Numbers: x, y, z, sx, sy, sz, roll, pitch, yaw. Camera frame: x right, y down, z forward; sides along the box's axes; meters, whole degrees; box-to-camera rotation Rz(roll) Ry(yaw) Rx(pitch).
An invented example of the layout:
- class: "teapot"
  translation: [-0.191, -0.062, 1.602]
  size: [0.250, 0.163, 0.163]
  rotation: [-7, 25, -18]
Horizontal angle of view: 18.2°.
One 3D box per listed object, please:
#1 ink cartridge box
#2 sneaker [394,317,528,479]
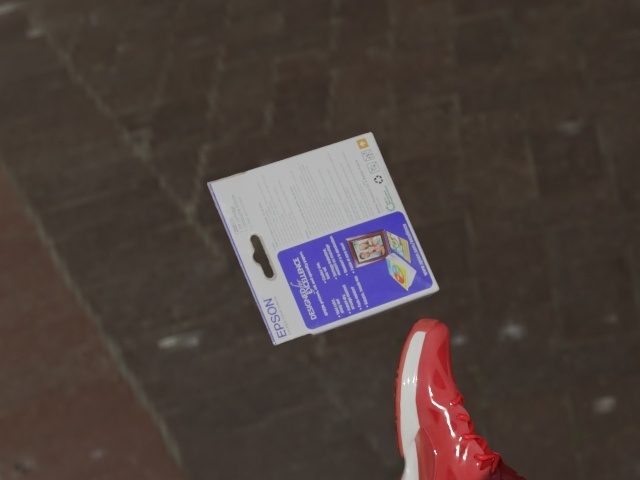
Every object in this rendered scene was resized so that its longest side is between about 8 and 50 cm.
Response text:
- class: "ink cartridge box"
  translation: [0.000, 0.000, 2.248]
  size: [0.208, 0.206, 0.045]
  rotation: [-18, -15, -18]
- class: "sneaker"
  translation: [0.133, 0.177, 1.700]
  size: [0.128, 0.221, 0.087]
  rotation: [0, 1, 19]
